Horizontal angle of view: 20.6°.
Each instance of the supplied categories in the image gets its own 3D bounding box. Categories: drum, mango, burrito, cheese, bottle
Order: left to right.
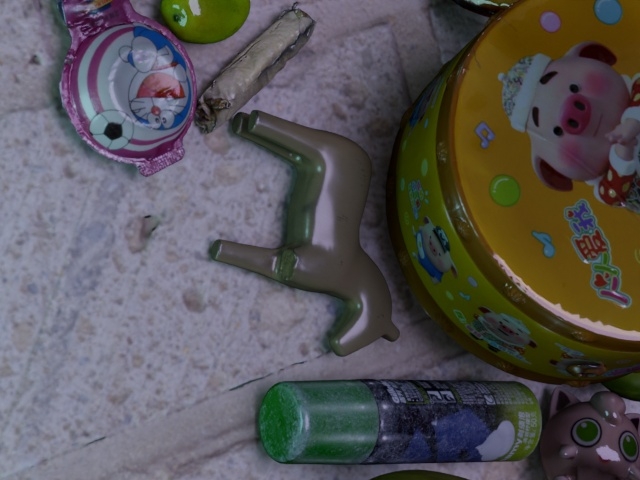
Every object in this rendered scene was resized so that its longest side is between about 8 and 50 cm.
[{"bbox_3d":[-0.201,-0.183,1.750,0.155,0.062,0.244,-28,102,-33],"label":"cheese"},{"bbox_3d":[-0.117,-0.240,1.819,0.108,0.056,0.073,-18,102,-39],"label":"mango"},{"bbox_3d":[-0.068,-0.183,1.862,0.045,0.041,0.185,34,59,17],"label":"burrito"},{"bbox_3d":[0.090,0.196,1.908,0.330,0.093,0.093,4,83,-35],"label":"bottle"},{"bbox_3d":[0.294,-0.058,1.920,0.431,0.214,0.431,5,72,-15],"label":"drum"}]

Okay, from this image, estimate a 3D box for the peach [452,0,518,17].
[{"bbox_3d":[0.212,-0.315,2.009,0.127,0.172,0.092,-71,163,7],"label":"peach"}]

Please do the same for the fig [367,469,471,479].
[{"bbox_3d":[0.121,0.349,1.809,0.239,0.271,0.239,16,68,-45],"label":"fig"}]

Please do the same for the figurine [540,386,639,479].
[{"bbox_3d":[0.318,0.243,2.053,0.125,0.125,0.138,36,53,-28],"label":"figurine"}]

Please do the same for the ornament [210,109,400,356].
[{"bbox_3d":[0.000,0.000,1.879,0.245,0.061,0.230,17,78,-33],"label":"ornament"}]

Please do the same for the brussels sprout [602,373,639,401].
[{"bbox_3d":[0.369,0.108,2.086,0.180,0.144,0.162,23,64,-33],"label":"brussels sprout"}]
